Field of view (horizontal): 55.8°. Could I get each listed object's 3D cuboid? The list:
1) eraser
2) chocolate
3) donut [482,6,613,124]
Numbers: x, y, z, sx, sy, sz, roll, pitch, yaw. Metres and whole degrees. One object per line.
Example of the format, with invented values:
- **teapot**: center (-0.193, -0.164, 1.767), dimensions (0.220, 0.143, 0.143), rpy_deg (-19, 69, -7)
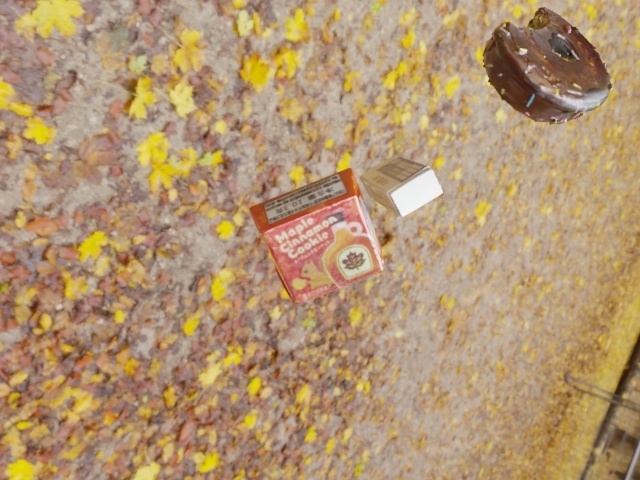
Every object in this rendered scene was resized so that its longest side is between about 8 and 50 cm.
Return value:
- **eraser**: center (0.200, -0.145, 1.554), dimensions (0.124, 0.279, 0.081), rpy_deg (-32, 108, -2)
- **chocolate**: center (0.000, 0.000, 1.284), dimensions (0.237, 0.108, 0.234), rpy_deg (-20, 120, 3)
- **donut**: center (0.385, -0.291, 1.035), dimensions (0.230, 0.216, 0.096), rpy_deg (-44, 176, -38)
